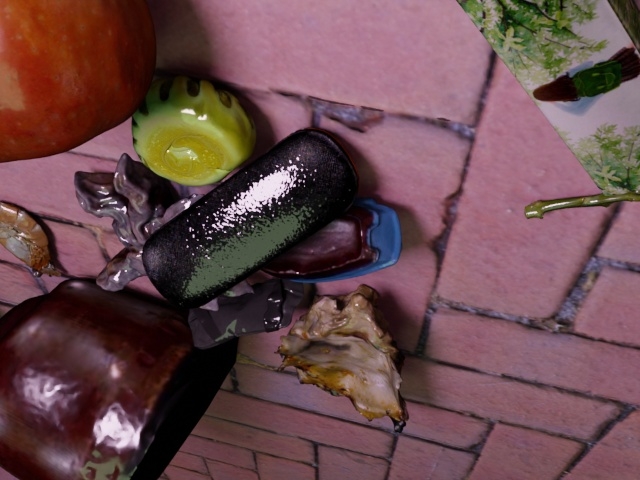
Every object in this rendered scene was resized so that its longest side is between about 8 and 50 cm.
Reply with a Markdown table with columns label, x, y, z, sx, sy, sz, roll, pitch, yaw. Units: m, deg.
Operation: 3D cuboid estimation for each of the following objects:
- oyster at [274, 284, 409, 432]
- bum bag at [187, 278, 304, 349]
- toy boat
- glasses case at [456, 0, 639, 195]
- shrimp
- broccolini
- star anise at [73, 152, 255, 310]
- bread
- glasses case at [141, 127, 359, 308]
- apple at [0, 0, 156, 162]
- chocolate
| label | x | y | z | sx | sy | sz | roll | pitch | yaw |
| --- | --- | --- | --- | --- | --- | --- | --- | --- | --- |
| oyster | 0.028 | 0.157 | 1.074 | 0.221 | 0.096 | 0.361 | 12 | 147 | 17 |
| bum bag | -0.111 | 0.097 | 1.023 | 0.198 | 0.087 | 0.049 | -16 | 147 | 25 |
| toy boat | 0.000 | 0.000 | 0.870 | 0.223 | 0.100 | 0.097 | -6 | 176 | 39 |
| glasses case | 0.206 | -0.145 | 0.578 | 0.095 | 0.062 | 0.272 | -18 | 133 | 42 |
| shrimp | -0.448 | 0.005 | 1.111 | 0.091 | 0.043 | 0.184 | 4 | 144 | 14 |
| broccolini | 0.292 | -0.043 | 0.710 | 0.052 | 0.054 | 0.194 | 18 | 154 | -36 |
| star anise | -0.202 | 0.003 | 0.938 | 0.212 | 0.129 | 0.282 | 19 | 141 | 22 |
| bread | -0.134 | -0.114 | 0.768 | 0.130 | 0.071 | 0.139 | 20 | 145 | -10 |
| glasses case | -0.079 | -0.021 | 0.794 | 0.267 | 0.067 | 0.103 | -32 | 96 | 18 |
| apple | -0.253 | -0.181 | 0.609 | 0.230 | 0.230 | 0.230 | 12 | 146 | 8 |
| chocolate | -0.358 | 0.222 | 1.158 | 0.331 | 0.383 | 0.383 | 33 | 147 | 7 |
